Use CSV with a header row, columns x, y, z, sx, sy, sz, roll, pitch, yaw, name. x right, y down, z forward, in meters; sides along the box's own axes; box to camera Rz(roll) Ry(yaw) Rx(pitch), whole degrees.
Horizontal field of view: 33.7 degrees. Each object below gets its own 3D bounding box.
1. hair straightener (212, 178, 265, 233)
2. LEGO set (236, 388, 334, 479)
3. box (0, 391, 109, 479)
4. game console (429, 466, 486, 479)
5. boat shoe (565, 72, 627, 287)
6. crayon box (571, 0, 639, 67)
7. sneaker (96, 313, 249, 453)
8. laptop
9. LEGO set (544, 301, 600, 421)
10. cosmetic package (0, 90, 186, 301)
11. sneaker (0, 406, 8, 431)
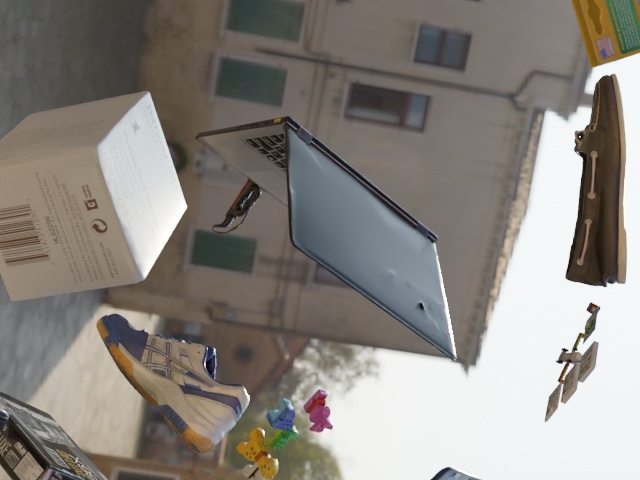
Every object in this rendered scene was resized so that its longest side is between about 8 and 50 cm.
x,y,z,sx,sy,sz,roll,pitch,yaw,name
-0.135,-0.106,2.070,0.230,0.047,0.089,-52,-160,-5,hair straightener
-0.072,0.365,1.856,0.227,0.087,0.093,-49,-135,20,LEGO set
-0.571,0.430,2.146,0.076,0.307,0.242,-52,142,-4,box
0.249,0.613,2.142,0.293,0.173,0.250,34,42,-57,game console
0.428,-0.093,1.656,0.112,0.095,0.335,-4,92,-79,boat shoe
0.606,-0.467,2.076,0.083,0.323,0.203,-9,-80,62,crayon box
-0.233,0.203,1.681,0.131,0.296,0.112,-41,154,-16,sneaker
0.000,0.000,1.740,0.408,0.382,0.236,-1,-121,50,laptop
0.516,0.232,2.083,0.182,0.060,0.244,-63,180,39,LEGO set
-0.548,-0.109,2.432,0.393,0.327,0.329,-73,150,-62,cosmetic package
-0.599,0.251,1.637,0.086,0.132,0.229,-56,150,11,sneaker
